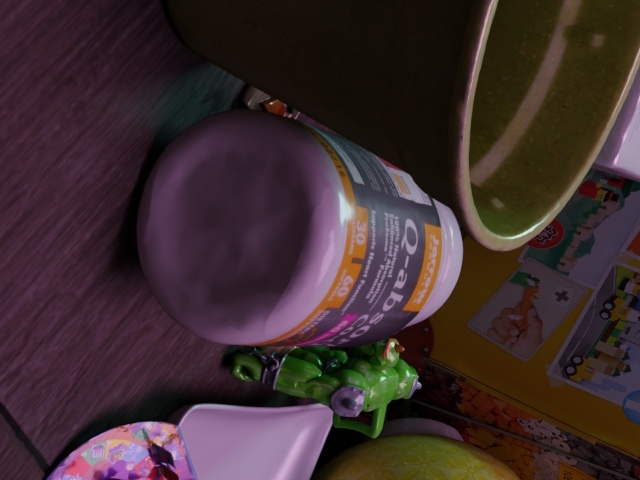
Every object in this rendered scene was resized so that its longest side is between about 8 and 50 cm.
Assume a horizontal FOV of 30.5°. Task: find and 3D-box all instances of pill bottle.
[{"bbox_3d":[0.000,0.000,0.893,0.278,0.162,0.162,10,103,-62],"label":"pill bottle"}]

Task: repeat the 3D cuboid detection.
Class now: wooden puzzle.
[{"bbox_3d":[-0.029,-0.117,0.909,0.116,0.014,0.078,-62,153,-6],"label":"wooden puzzle"}]

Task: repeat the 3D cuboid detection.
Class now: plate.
[{"bbox_3d":[-0.108,0.264,1.041,0.278,0.045,0.277,15,99,-63],"label":"plate"}]

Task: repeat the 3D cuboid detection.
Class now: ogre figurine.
[{"bbox_3d":[0.016,0.116,1.065,0.096,0.118,0.197,-63,154,-5],"label":"ogre figurine"}]

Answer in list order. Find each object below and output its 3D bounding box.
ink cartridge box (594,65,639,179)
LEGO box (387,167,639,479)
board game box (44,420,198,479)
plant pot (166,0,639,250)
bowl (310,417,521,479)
[{"bbox_3d":[0.267,-0.142,1.208,0.353,0.207,0.119,5,105,-64],"label":"ink cartridge box"},{"bbox_3d":[0.359,0.070,1.367,0.500,0.372,0.193,-50,149,-28],"label":"LEGO box"},{"bbox_3d":[-0.141,0.222,0.886,0.133,0.033,0.168,-28,119,-25],"label":"board game box"},{"bbox_3d":[0.051,-0.165,0.747,0.276,0.254,0.276,-40,142,-41],"label":"plant pot"},{"bbox_3d":[0.101,0.285,1.253,0.289,0.290,0.156,81,9,-47],"label":"bowl"}]
